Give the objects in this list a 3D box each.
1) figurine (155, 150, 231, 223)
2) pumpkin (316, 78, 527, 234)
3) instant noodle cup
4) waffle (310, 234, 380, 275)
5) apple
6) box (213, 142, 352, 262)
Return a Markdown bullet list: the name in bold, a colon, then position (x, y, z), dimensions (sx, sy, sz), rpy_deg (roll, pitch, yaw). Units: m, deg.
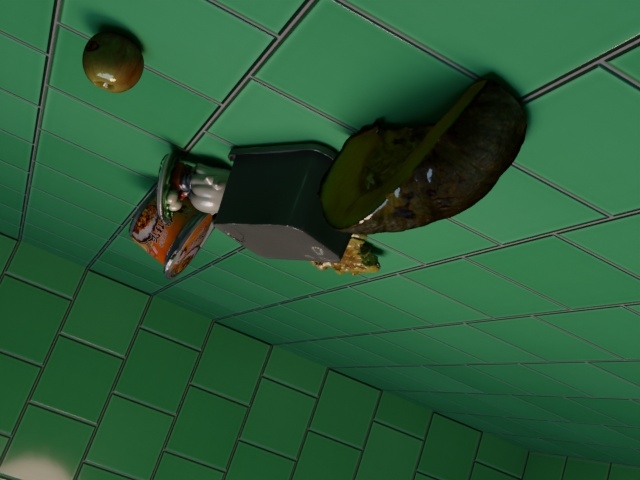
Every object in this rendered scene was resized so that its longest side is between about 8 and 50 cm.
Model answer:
- **figurine**: position (-0.197, -0.082, 1.371), dimensions (0.153, 0.132, 0.132), rpy_deg (7, 163, 1)
- **pumpkin**: position (0.124, -0.060, 0.959), dimensions (0.148, 0.169, 0.312), rpy_deg (29, 162, -20)
- **instant noodle cup**: position (-0.300, -0.028, 1.588), dimensions (0.125, 0.178, 0.208), rpy_deg (34, -165, 3)
- **waffle**: position (0.001, -0.002, 1.493), dimensions (0.291, 0.051, 0.291), rpy_deg (18, 162, 6)
- **apple**: position (-0.274, -0.232, 1.043), dimensions (0.084, 0.071, 0.084), rpy_deg (19, 164, 6)
- **box**: position (-0.048, -0.054, 1.240), dimensions (0.243, 0.135, 0.163), rpy_deg (4, 157, 44)
